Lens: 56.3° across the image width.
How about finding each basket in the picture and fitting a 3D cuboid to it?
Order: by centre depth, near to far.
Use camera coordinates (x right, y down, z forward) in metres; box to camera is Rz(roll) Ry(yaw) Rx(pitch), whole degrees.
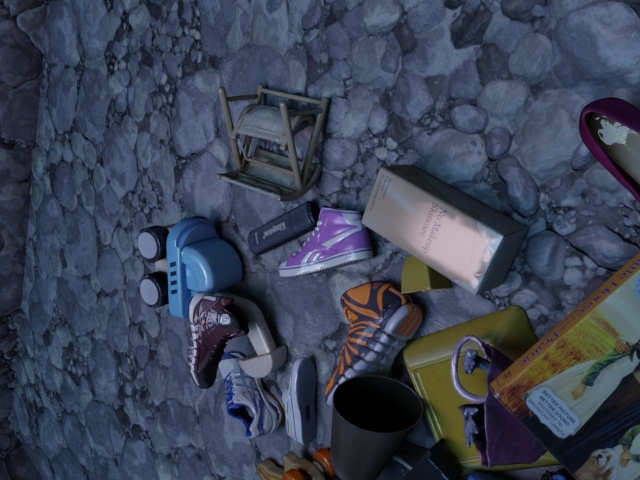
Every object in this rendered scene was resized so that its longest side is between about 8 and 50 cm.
[{"bbox_3d":[0.107,0.441,1.363,0.154,0.204,0.227,-102,19,-51],"label":"basket"}]

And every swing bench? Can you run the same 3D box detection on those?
[{"bbox_3d":[-0.130,-0.255,1.541,0.253,0.165,0.255,22,118,37],"label":"swing bench"}]

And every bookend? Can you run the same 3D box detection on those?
[{"bbox_3d":[0.261,0.541,1.282,0.156,0.072,0.157,43,119,24],"label":"bookend"}]

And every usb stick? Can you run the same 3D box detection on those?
[{"bbox_3d":[-0.104,-0.030,1.635,0.278,0.045,0.077,-24,82,43],"label":"usb stick"}]

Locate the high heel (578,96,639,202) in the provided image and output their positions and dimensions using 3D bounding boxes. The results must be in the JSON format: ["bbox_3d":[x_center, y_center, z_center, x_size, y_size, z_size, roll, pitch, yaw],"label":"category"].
[{"bbox_3d":[0.549,-0.070,0.936,0.377,0.181,0.127,53,128,22],"label":"high heel"}]

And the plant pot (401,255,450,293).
[{"bbox_3d":[0.230,0.072,1.329,0.081,0.081,0.083,-13,79,43],"label":"plant pot"}]

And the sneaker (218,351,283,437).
[{"bbox_3d":[-0.239,0.456,1.796,0.296,0.131,0.112,44,126,29],"label":"sneaker"}]

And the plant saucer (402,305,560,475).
[{"bbox_3d":[0.338,0.345,1.281,0.333,0.081,0.333,-29,78,41],"label":"plant saucer"}]

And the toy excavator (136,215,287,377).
[{"bbox_3d":[-0.306,0.158,1.766,0.445,0.222,0.433,9,106,32],"label":"toy excavator"}]

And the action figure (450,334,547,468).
[{"bbox_3d":[0.435,0.330,1.085,0.370,0.276,0.248,10,91,-4],"label":"action figure"}]

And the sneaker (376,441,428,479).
[{"bbox_3d":[0.216,0.563,1.442,0.222,0.083,0.118,8,108,51],"label":"sneaker"}]

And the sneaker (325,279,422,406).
[{"bbox_3d":[0.095,0.236,1.435,0.321,0.124,0.180,-52,46,8],"label":"sneaker"}]

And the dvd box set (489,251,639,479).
[{"bbox_3d":[0.519,0.198,0.902,0.420,0.062,0.307,-44,89,9],"label":"dvd box set"}]

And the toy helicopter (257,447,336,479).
[{"bbox_3d":[-0.071,0.715,1.721,0.355,0.140,0.235,-9,101,54],"label":"toy helicopter"}]

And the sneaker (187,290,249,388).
[{"bbox_3d":[-0.273,0.282,1.643,0.162,0.106,0.281,2,103,17],"label":"sneaker"}]

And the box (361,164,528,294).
[{"bbox_3d":[0.253,-0.031,1.256,0.311,0.121,0.148,34,118,33],"label":"box"}]

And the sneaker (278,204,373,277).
[{"bbox_3d":[0.001,0.000,1.518,0.282,0.102,0.161,-18,82,32],"label":"sneaker"}]

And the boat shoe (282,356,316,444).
[{"bbox_3d":[-0.068,0.441,1.660,0.084,0.095,0.258,9,103,37],"label":"boat shoe"}]

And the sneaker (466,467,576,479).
[{"bbox_3d":[0.454,0.510,1.192,0.330,0.130,0.147,4,93,34],"label":"sneaker"}]
